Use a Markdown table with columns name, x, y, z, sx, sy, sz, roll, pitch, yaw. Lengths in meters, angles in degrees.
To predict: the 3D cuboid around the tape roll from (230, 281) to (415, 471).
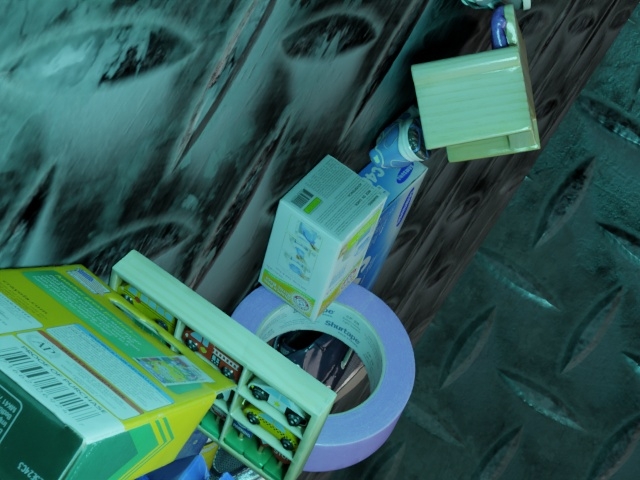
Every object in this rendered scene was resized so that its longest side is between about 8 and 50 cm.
| name | x | y | z | sx | sy | sz | roll | pitch | yaw |
| --- | --- | --- | --- | --- | --- | --- | --- | --- | --- |
| tape roll | -0.008 | 0.184 | 1.896 | 0.275 | 0.275 | 0.090 | -46 | 166 | -33 |

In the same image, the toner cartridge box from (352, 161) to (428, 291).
| name | x | y | z | sx | sy | sz | roll | pitch | yaw |
| --- | --- | --- | --- | --- | --- | --- | --- | --- | --- |
| toner cartridge box | 0.050 | 0.020 | 2.135 | 0.165 | 0.075 | 0.348 | -44 | 164 | -41 |

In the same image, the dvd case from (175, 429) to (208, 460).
| name | x | y | z | sx | sy | sz | roll | pitch | yaw |
| --- | --- | --- | --- | --- | --- | --- | --- | --- | --- |
| dvd case | -0.260 | 0.299 | 1.677 | 0.253 | 0.022 | 0.180 | 9 | 118 | -54 |

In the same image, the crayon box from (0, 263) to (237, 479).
| name | x | y | z | sx | sy | sz | roll | pitch | yaw |
| --- | --- | --- | --- | --- | --- | --- | --- | --- | --- |
| crayon box | -0.218 | 0.113 | 1.113 | 0.083 | 0.203 | 0.323 | -56 | 167 | 10 |

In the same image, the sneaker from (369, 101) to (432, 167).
| name | x | y | z | sx | sy | sz | roll | pitch | yaw |
| --- | --- | --- | --- | --- | --- | --- | --- | --- | --- |
| sneaker | 0.126 | -0.156 | 1.999 | 0.081 | 0.080 | 0.211 | -21 | -174 | 18 |

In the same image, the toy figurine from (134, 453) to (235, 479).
| name | x | y | z | sx | sy | sz | roll | pitch | yaw |
| --- | --- | --- | --- | --- | --- | --- | --- | --- | --- |
| toy figurine | -0.142 | 0.264 | 1.295 | 0.362 | 0.217 | 0.191 | -16 | -150 | 37 |

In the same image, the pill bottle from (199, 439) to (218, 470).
| name | x | y | z | sx | sy | sz | roll | pitch | yaw |
| --- | --- | --- | --- | --- | --- | --- | --- | --- | --- |
| pill bottle | -0.195 | 0.282 | 1.864 | 0.103 | 0.103 | 0.184 | -43 | 163 | -41 |

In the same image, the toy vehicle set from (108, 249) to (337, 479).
| name | x | y | z | sx | sy | sz | roll | pitch | yaw |
| --- | --- | --- | --- | --- | --- | --- | --- | --- | --- |
| toy vehicle set | -0.117 | 0.140 | 1.413 | 0.035 | 0.267 | 0.166 | -46 | 164 | -38 |

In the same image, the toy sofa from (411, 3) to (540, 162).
| name | x | y | z | sx | sy | sz | roll | pitch | yaw |
| --- | --- | --- | --- | --- | --- | --- | --- | --- | --- |
| toy sofa | 0.227 | -0.217 | 1.930 | 0.362 | 0.150 | 0.177 | -2 | 83 | -79 |

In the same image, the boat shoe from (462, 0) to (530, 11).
| name | x | y | z | sx | sy | sz | roll | pitch | yaw |
| --- | --- | --- | --- | --- | --- | --- | --- | --- | --- |
| boat shoe | 0.226 | -0.366 | 1.802 | 0.099 | 0.116 | 0.319 | -13 | -179 | 10 |

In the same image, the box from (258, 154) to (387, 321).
| name | x | y | z | sx | sy | sz | roll | pitch | yaw |
| --- | --- | --- | --- | --- | --- | --- | --- | --- | --- |
| box | 0.000 | 0.000 | 1.837 | 0.114 | 0.103 | 0.203 | -45 | 164 | -34 |

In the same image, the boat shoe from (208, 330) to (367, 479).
| name | x | y | z | sx | sy | sz | roll | pitch | yaw |
| --- | --- | --- | --- | --- | --- | --- | --- | --- | --- |
| boat shoe | -0.069 | 0.234 | 2.050 | 0.340 | 0.127 | 0.158 | -47 | 141 | -23 |
